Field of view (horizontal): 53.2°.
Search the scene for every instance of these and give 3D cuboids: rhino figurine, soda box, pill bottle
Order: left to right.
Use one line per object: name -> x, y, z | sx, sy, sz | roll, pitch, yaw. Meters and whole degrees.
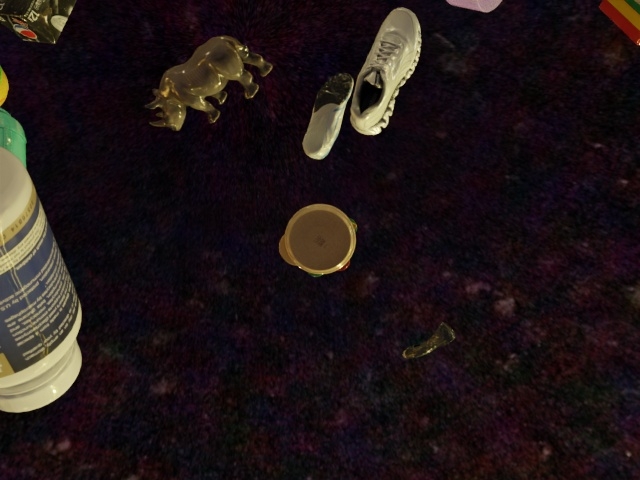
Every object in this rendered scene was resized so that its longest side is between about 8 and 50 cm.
pill bottle -> -0.205, 0.032, 0.396 | 0.094, 0.094, 0.169 | -5, 134, -5
soda box -> -0.315, -0.319, 0.754 | 0.060, 0.053, 0.168 | 14, 77, 26
rhino figurine -> -0.203, -0.252, 1.057 | 0.243, 0.073, 0.106 | -25, 134, 31

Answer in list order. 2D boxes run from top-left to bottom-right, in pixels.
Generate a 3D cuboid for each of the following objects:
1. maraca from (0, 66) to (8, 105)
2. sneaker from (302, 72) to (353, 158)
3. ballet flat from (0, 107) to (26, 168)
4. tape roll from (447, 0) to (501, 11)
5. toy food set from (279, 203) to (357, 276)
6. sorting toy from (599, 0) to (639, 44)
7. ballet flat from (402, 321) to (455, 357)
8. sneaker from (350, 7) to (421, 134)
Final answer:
maraca -> -0.734, -0.322, 1.355 | 0.099, 0.186, 0.127 | 35, 63, -53
sneaker -> 0.023, -0.329, 1.693 | 0.085, 0.086, 0.237 | 28, 102, 18
ballet flat -> -0.336, -0.014, 0.554 | 0.247, 0.087, 0.083 | -36, 150, 28
tape roll -> 0.374, -0.667, 1.448 | 0.090, 0.275, 0.274 | 25, 106, 26
toy food set -> 0.000, 0.000, 0.724 | 0.083, 0.020, 0.083 | 26, 99, -1
sorting toy -> 0.449, -0.362, 0.861 | 0.257, 0.255, 0.089 | -8, 142, -18
ballet flat -> 0.258, 0.244, 1.542 | 0.173, 0.058, 0.049 | -39, 77, 45
sneaker -> 0.143, -0.383, 1.425 | 0.110, 0.118, 0.292 | 20, 93, 17
